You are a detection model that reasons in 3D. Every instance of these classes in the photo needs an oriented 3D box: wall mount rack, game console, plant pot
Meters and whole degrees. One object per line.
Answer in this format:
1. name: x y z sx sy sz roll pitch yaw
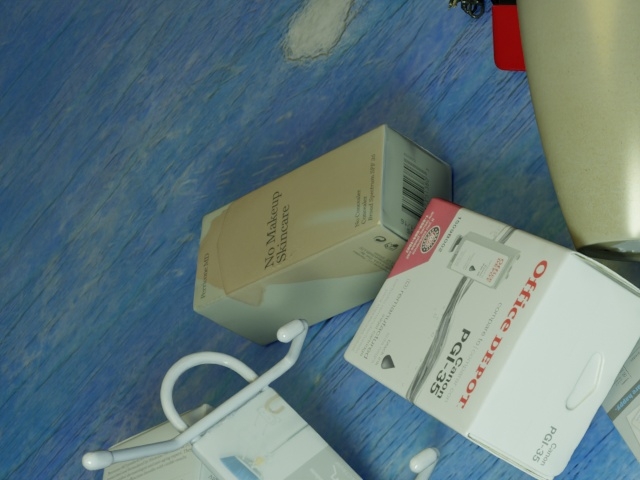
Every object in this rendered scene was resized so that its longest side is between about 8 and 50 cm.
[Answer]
1. wall mount rack: -0.060 0.239 1.651 0.350 0.304 0.130 43 146 19
2. game console: 0.270 -0.260 1.856 0.144 0.085 0.124 8 48 41
3. plant pot: 0.312 -0.124 1.578 0.256 0.256 0.274 -9 74 47

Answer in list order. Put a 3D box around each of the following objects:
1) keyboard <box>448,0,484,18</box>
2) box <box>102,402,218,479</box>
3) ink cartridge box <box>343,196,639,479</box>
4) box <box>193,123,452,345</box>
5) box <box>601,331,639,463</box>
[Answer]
1. keyboard: 0.246 -0.376 1.986 0.201 0.033 0.317 -17 52 35
2. box: -0.123 0.289 1.832 0.182 0.181 0.119 -28 44 39
3. ink cartridge box: 0.170 0.090 1.643 0.207 0.117 0.283 -60 26 -2
4. box: 0.000 0.000 1.939 0.311 0.121 0.148 -26 48 37
5. box: 0.340 0.146 1.499 0.145 0.038 0.186 -48 38 17
